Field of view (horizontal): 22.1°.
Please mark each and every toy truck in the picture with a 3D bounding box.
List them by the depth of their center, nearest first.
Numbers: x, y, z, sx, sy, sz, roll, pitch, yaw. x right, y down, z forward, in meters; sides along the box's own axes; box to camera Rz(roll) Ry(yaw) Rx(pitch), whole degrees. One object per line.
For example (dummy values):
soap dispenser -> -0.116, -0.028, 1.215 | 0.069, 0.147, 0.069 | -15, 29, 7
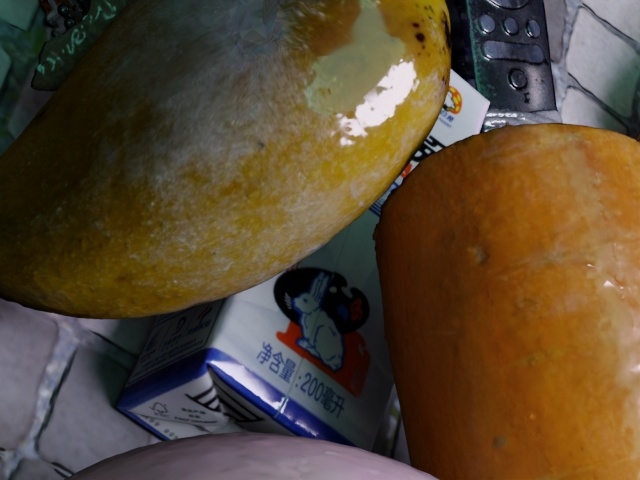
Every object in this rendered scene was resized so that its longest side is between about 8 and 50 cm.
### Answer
toy truck -> -0.165, -0.159, 1.039 | 0.032, 0.024, 0.083 | -25, 88, -38

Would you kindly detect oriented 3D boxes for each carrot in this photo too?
carrot -> 0.148, 0.120, 0.918 | 0.214, 0.193, 0.331 | 56, 19, -72

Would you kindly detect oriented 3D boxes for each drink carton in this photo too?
drink carton -> 0.000, 0.000, 1.049 | 0.130, 0.106, 0.315 | 39, 52, -21

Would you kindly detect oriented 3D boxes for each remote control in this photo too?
remote control -> 0.131, -0.145, 1.252 | 0.090, 0.066, 0.266 | 1, 75, -24

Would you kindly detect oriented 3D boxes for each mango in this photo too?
mango -> -0.069, -0.062, 0.921 | 0.193, 0.316, 0.146 | 59, -1, 36

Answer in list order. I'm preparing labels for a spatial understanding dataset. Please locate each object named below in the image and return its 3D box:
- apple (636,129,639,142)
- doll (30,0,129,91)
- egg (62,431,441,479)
apple -> 0.378, -0.049, 1.301 | 0.261, 0.194, 0.261 | 9, 65, -20
doll -> -0.132, -0.212, 1.016 | 0.286, 0.091, 0.202 | 58, 40, -5
egg -> -0.040, 0.240, 0.775 | 0.354, 0.354, 0.340 | 8, 30, -36
